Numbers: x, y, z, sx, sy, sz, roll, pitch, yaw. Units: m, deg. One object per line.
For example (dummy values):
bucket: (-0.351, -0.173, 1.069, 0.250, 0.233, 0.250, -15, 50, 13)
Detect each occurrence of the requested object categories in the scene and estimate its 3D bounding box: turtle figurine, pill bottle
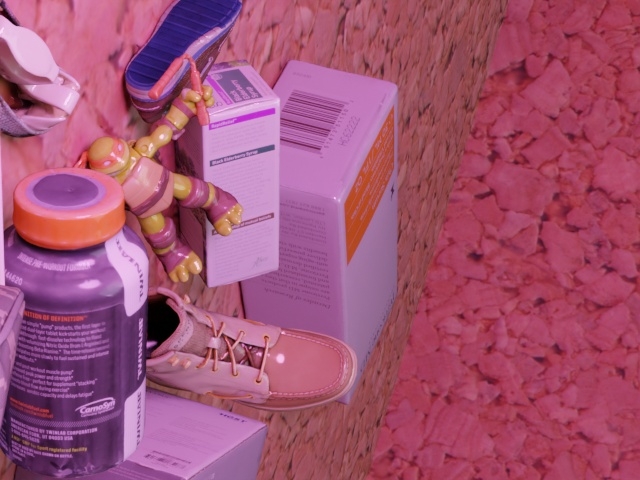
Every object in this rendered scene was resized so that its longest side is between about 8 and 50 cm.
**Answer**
turtle figurine: (-0.179, -0.040, 1.298, 0.270, 0.087, 0.217, -59, 146, -11)
pill bottle: (-0.208, 0.065, 1.085, 0.130, 0.130, 0.246, -51, 152, -56)

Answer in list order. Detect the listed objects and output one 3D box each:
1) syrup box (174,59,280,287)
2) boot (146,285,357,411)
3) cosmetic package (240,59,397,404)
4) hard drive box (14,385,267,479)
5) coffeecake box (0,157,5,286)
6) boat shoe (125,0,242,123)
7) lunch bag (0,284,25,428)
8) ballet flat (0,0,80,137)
syrup box: (-0.104, -0.073, 1.460, 0.096, 0.093, 0.237, -15, 131, -22)
boot: (-0.104, 0.114, 1.388, 0.203, 0.261, 0.095, 52, 47, -69)
cosmetic package: (0.000, 0.000, 1.829, 0.453, 0.161, 0.230, 86, 24, -50)
hard drive box: (-0.182, 0.232, 1.367, 0.232, 0.181, 0.089, -18, 122, -71)
coffeecake box: (-0.268, -0.029, 0.881, 0.068, 0.142, 0.186, -13, 124, -31)
boat shoe: (-0.142, -0.193, 1.351, 0.183, 0.066, 0.066, -51, 158, -35)
lunch bag: (-0.312, 0.140, 0.700, 0.212, 0.256, 0.305, -130, -127, -74)
ballet flat: (-0.237, -0.131, 1.030, 0.221, 0.079, 0.077, 60, 46, -69)
